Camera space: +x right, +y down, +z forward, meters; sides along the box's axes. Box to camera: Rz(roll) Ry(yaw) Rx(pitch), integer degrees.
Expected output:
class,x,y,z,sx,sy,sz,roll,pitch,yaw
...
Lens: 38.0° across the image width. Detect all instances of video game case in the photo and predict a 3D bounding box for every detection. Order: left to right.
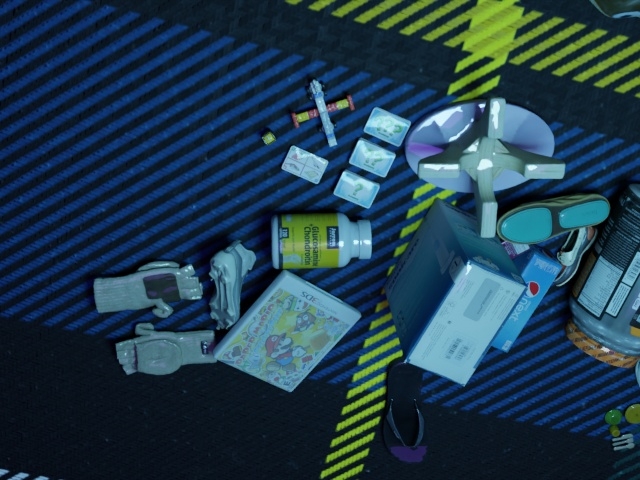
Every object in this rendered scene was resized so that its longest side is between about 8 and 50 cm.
class,x,y,z,sx,sy,sz,roll,pitch,yaw
video game case,-0.064,0.182,1.818,0.206,0.026,0.227,31,109,-34

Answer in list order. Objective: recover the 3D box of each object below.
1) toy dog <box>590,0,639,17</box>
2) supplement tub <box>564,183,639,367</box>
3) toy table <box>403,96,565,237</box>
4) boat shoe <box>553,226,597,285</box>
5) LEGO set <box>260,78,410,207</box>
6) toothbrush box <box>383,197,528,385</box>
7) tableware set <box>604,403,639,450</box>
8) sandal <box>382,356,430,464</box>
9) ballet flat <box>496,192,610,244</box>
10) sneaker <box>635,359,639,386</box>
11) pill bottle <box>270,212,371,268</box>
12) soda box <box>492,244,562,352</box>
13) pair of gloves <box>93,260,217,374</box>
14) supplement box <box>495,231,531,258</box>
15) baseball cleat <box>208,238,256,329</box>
class,x,y,z,sx,sy,sz,roll,pitch,yaw
toy dog,0.573,-0.528,1.453,0.395,0.284,0.408,30,110,-15
supplement tub,0.597,0.069,1.756,0.193,0.193,0.316,17,112,-11
toy table,0.295,-0.150,1.659,0.274,0.161,0.252,-11,113,2
boat shoe,0.484,0.024,1.806,0.043,0.049,0.137,24,104,-26
LEGO set,0.022,-0.178,1.685,0.244,0.060,0.182,23,106,-13
toothbrush box,0.233,0.084,1.682,0.126,0.295,0.216,24,109,-15
tableware set,0.690,0.389,1.996,0.154,0.024,0.104,-14,110,3
sandal,0.174,0.364,1.929,0.097,0.054,0.254,-9,114,0
ballet flat,0.426,-0.043,1.744,0.232,0.073,0.080,-9,110,-13
sneaker,0.688,0.263,1.887,0.080,0.094,0.212,-5,125,9
pill bottle,0.000,0.000,1.734,0.184,0.103,0.103,-2,113,-3
soda box,0.384,0.110,1.824,0.067,0.071,0.210,24,110,-14
pair of gloves,-0.318,0.151,1.812,0.204,0.042,0.240,-13,116,-2
supplement box,0.353,0.009,1.788,0.083,0.055,0.043,-29,112,8
baseball cleat,-0.162,0.084,1.776,0.072,0.109,0.206,32,143,20
